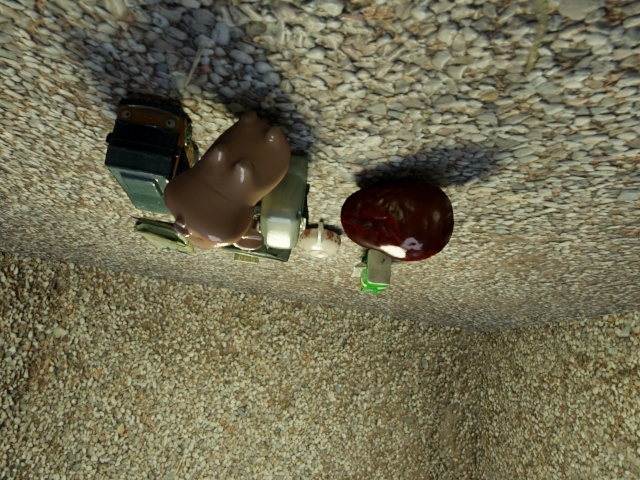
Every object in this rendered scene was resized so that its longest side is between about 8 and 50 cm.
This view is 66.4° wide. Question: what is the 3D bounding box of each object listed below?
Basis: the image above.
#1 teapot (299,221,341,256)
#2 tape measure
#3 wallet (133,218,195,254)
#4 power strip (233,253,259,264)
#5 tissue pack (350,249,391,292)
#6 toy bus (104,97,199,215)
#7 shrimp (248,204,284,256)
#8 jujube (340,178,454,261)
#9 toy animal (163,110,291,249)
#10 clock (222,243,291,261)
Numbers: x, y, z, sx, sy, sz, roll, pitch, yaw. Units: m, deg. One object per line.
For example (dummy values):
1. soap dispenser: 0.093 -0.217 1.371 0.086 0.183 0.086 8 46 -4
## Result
1. teapot: 0.000 0.000 1.870 0.159 0.116 0.245 19 158 1
2. tape measure: -0.090 -0.101 1.327 0.125 0.246 0.243 5 158 -1
3. wallet: -0.692 -0.006 2.213 0.223 0.077 0.309 11 166 1
4. power strip: -0.362 0.083 2.387 0.123 0.056 0.032 8 163 3
5. tissue pack: 0.210 0.134 2.117 0.156 0.148 0.209 7 164 -2
6. toy bus: -0.404 -0.191 1.216 0.161 0.194 0.323 11 164 -5
7. shrimp: -0.216 -0.053 1.700 0.410 0.166 0.221 11 -158 36
8. jujube: 0.208 -0.057 1.348 0.317 0.223 0.223 6 166 39
9. toy animal: -0.204 -0.129 1.108 0.237 0.326 0.269 36 150 12
10. clock: -0.282 0.029 2.066 0.324 0.067 0.325 11 174 1
